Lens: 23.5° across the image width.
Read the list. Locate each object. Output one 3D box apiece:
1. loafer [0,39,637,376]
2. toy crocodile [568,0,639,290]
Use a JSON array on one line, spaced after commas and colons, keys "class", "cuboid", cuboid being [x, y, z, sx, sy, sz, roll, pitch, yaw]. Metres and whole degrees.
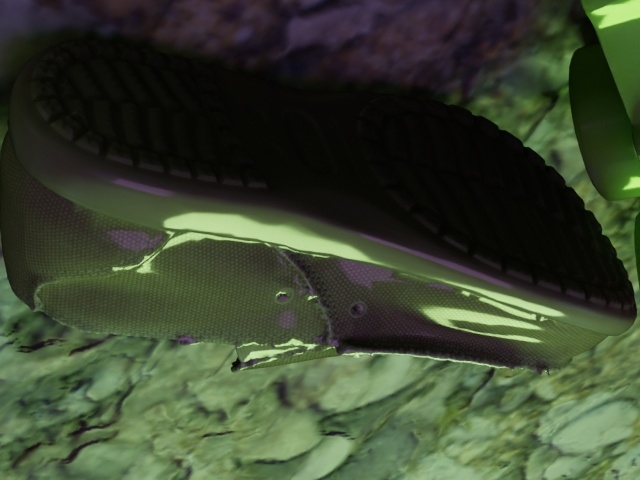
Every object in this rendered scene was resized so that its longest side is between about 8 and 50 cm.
[{"class": "loafer", "cuboid": [0.000, 0.000, 0.572, 0.269, 0.102, 0.092, 15, 130, -29]}, {"class": "toy crocodile", "cuboid": [0.179, -0.008, 0.629, 0.115, 0.105, 0.340, -9, 146, 19]}]
